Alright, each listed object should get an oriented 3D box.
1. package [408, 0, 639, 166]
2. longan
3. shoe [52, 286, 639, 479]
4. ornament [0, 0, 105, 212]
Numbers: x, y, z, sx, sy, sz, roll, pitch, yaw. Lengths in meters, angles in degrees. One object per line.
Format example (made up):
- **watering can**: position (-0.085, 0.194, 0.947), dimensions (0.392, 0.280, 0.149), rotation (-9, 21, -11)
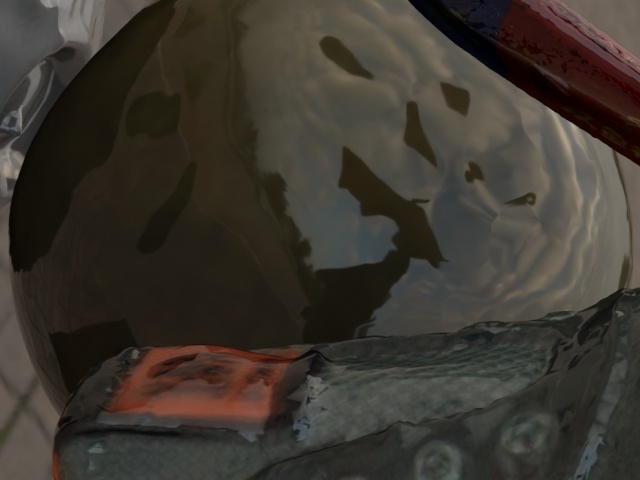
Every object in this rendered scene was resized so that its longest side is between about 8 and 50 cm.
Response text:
- **package**: position (0.081, -0.054, 0.604), dimensions (0.200, 0.022, 0.083), rotation (34, -3, 13)
- **longan**: position (-0.003, -0.002, 0.885), dimensions (0.297, 0.297, 0.297), rotation (46, 27, -33)
- **shoe**: position (0.021, 0.065, 0.491), dimensions (0.171, 0.336, 0.132), rotation (33, 35, -10)
- **ornament**: position (-0.270, -0.133, 0.994), dimensions (0.337, 0.337, 0.337), rotation (46, 27, -33)
